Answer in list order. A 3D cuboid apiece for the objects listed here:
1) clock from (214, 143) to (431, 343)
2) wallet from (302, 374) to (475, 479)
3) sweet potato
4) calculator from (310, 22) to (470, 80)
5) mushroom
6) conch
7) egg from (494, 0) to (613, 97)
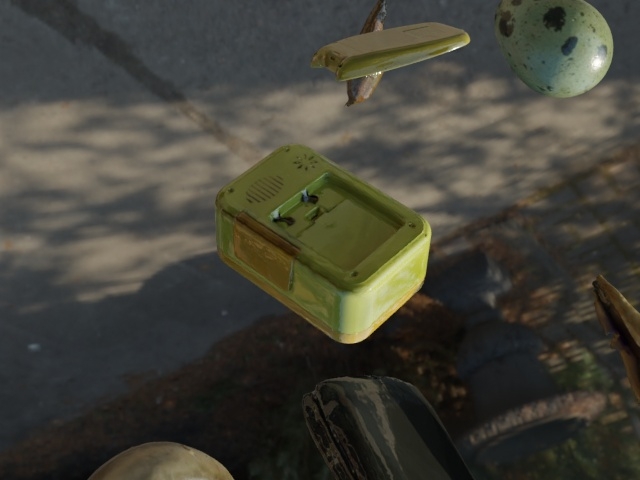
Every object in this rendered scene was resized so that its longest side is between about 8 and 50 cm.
[{"bbox_3d":[0.000,0.000,1.024,0.143,0.202,0.096,-40,151,-30],"label":"clock"},{"bbox_3d":[0.086,0.212,0.746,0.052,0.245,0.168,-42,149,22],"label":"wallet"},{"bbox_3d":[0.091,-0.335,1.800,0.068,0.068,0.226,3,117,-28],"label":"sweet potato"},{"bbox_3d":[0.110,-0.292,1.499,0.236,0.157,0.033,-17,114,-16],"label":"calculator"},{"bbox_3d":[-0.242,0.506,1.578,0.294,0.362,0.362,6,164,35],"label":"mushroom"},{"bbox_3d":[0.407,0.159,1.096,0.093,0.330,0.109,-10,136,-18],"label":"conch"},{"bbox_3d":[0.413,-0.357,1.780,0.228,0.177,0.177,36,135,-5],"label":"egg"}]
